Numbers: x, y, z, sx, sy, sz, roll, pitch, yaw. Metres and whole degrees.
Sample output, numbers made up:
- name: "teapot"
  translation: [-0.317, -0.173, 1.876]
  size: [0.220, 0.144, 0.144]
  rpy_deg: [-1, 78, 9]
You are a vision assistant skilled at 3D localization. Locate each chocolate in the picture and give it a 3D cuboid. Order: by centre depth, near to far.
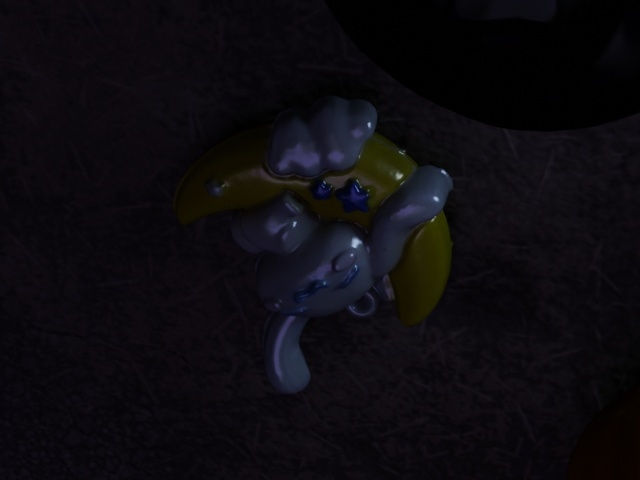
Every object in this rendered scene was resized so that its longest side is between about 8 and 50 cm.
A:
- name: "chocolate"
  translation: [0.161, -0.231, 1.033]
  size: [0.383, 0.331, 0.384]
  rpy_deg: [6, 127, 8]

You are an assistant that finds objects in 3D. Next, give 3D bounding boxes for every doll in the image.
- name: "doll"
  translation: [0.000, 0.000, 1.393]
  size: [0.252, 0.111, 0.237]
  rpy_deg: [-30, 116, 23]

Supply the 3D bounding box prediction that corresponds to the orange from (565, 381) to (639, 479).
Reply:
- name: "orange"
  translation: [0.347, 0.240, 1.388]
  size: [0.284, 0.226, 0.284]
  rpy_deg: [29, 142, 26]
